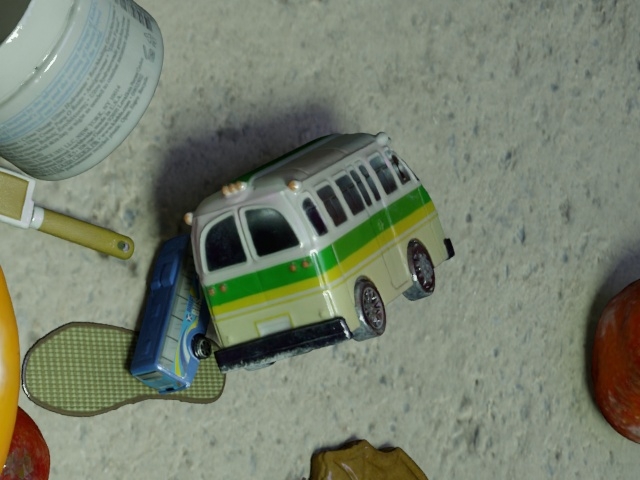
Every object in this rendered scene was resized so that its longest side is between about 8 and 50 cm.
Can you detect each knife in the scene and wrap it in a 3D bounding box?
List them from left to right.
[{"bbox_3d":[-0.263,-0.034,1.672,0.256,0.022,0.046,21,78,-40],"label":"knife"}]

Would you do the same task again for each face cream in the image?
[{"bbox_3d":[-0.240,-0.156,1.599,0.153,0.177,0.177,38,58,-41],"label":"face cream"}]

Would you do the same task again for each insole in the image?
[{"bbox_3d":[-0.175,0.117,1.765,0.253,0.005,0.086,3,83,-49],"label":"insole"}]

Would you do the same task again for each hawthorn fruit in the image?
[{"bbox_3d":[0.441,0.121,2.312,0.242,0.242,0.272,45,26,-35],"label":"hawthorn fruit"}]

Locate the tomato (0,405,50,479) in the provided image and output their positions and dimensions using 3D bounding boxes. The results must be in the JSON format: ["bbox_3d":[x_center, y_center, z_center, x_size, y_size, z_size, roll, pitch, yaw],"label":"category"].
[{"bbox_3d":[-0.277,0.196,1.574,0.139,0.091,0.159,40,59,-37],"label":"tomato"}]

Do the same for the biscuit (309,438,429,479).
[{"bbox_3d":[0.041,0.292,1.964,0.215,0.034,0.182,23,68,-44],"label":"biscuit"}]

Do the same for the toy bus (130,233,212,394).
[{"bbox_3d":[-0.130,0.065,1.782,0.061,0.051,0.153,34,56,-37],"label":"toy bus"}]

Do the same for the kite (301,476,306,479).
[{"bbox_3d":[-0.058,0.337,1.845,0.198,0.006,0.244,46,59,-25],"label":"kite"}]

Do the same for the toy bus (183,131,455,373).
[{"bbox_3d":[0.000,0.000,1.834,0.305,0.143,0.179,-31,102,-63],"label":"toy bus"}]

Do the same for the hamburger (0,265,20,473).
[{"bbox_3d":[-0.392,0.097,1.316,0.395,0.277,0.396,8,79,-47],"label":"hamburger"}]
